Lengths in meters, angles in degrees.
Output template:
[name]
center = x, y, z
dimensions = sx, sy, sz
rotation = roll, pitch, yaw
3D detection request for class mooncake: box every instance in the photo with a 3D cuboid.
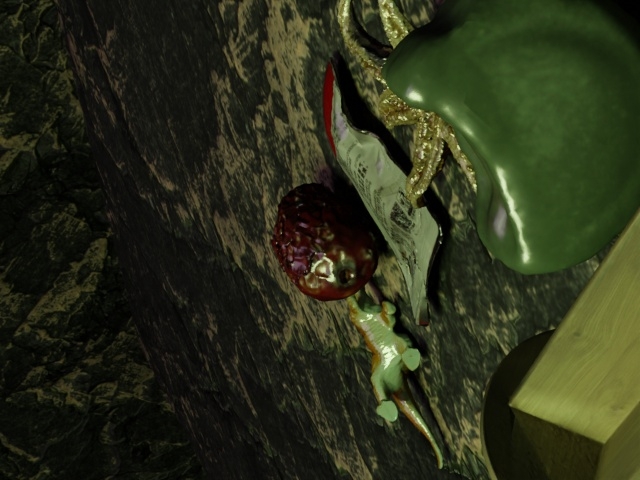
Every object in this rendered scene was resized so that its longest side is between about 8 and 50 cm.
[mooncake]
center = 0.118, -0.069, 0.821
dimensions = 0.104, 0.168, 0.175
rotation = -153, 59, -70

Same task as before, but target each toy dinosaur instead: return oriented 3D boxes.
[toy dinosaur]
center = 0.068, 0.127, 1.461
dimensions = 0.142, 0.057, 0.212
rotation = -118, 13, -67

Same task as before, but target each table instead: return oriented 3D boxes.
[table]
center = 0.199, 0.065, 0.772
dimensions = 0.167, 0.167, 0.226
rotation = 61, 154, 26

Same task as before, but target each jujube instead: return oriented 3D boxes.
[jujube]
center = -0.004, 0.001, 1.426
dimensions = 0.166, 0.104, 0.104
rotation = -133, 26, -60

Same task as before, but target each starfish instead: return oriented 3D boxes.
[starfish]
center = 0.079, -0.114, 1.103
dimensions = 0.213, 0.057, 0.238
rotation = 50, 162, 30

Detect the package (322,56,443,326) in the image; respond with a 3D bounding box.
[package]
center = 0.053, -0.048, 1.318
dimensions = 0.154, 0.030, 0.239
rotation = 89, 155, -54
